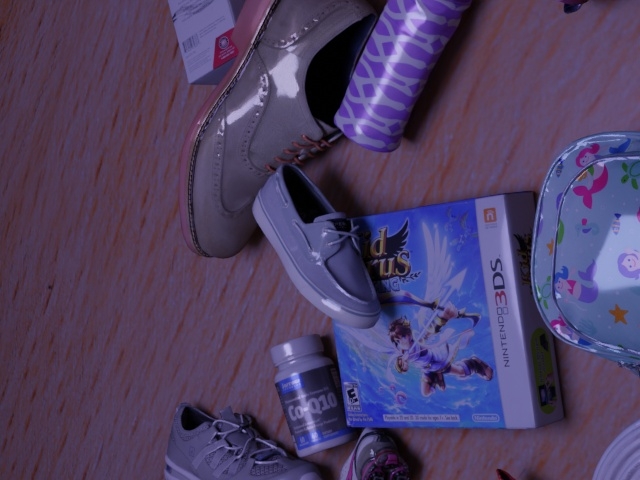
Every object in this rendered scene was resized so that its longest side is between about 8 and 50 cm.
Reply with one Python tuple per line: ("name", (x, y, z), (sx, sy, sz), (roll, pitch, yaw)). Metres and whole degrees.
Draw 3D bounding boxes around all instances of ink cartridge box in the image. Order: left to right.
("ink cartridge box", (-0.133, -0.289, 1.448), (0.109, 0.063, 0.150), (-22, 80, 42))

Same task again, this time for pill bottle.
("pill bottle", (-0.011, 0.189, 1.382), (0.078, 0.078, 0.137), (-28, 76, 41))

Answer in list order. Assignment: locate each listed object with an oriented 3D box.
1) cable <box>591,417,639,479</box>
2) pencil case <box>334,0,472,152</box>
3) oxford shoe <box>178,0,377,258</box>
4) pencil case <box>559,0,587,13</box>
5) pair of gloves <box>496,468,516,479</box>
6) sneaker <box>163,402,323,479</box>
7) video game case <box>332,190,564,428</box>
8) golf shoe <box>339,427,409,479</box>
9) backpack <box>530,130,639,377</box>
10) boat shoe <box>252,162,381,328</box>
("cable", (0.370, 0.269, 1.031), (0.257, 0.089, 0.257), (-37, 70, 39))
("pencil case", (0.090, -0.192, 1.237), (0.086, 0.088, 0.206), (50, 126, 36))
("oxford shoe", (-0.056, -0.131, 1.350), (0.146, 0.140, 0.397), (35, 119, 28))
("pencil case", (0.304, -0.367, 0.972), (0.386, 0.160, 0.167), (-41, 76, 37))
("pair of gloves", (0.229, 0.335, 1.159), (0.198, 0.023, 0.159), (36, 138, 59))
("sneaker", (-0.114, 0.276, 1.468), (0.281, 0.105, 0.115), (2, 96, 43))
("video game case", (0.126, 0.083, 1.255), (0.269, 0.061, 0.244), (-9, 88, 43))
("golf shoe", (0.052, 0.309, 1.356), (0.086, 0.067, 0.186), (-122, 46, -56))
("backpack", (0.306, 0.009, 1.002), (0.253, 0.191, 0.225), (13, 100, 48))
("boat shoe", (0.000, 0.000, 1.268), (0.227, 0.079, 0.081), (52, 129, 32))
